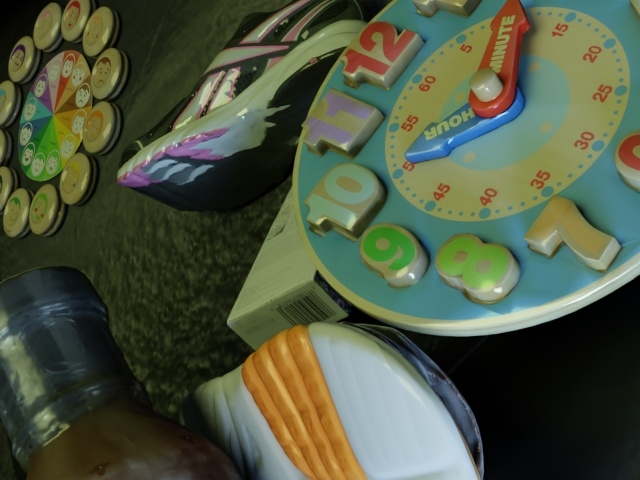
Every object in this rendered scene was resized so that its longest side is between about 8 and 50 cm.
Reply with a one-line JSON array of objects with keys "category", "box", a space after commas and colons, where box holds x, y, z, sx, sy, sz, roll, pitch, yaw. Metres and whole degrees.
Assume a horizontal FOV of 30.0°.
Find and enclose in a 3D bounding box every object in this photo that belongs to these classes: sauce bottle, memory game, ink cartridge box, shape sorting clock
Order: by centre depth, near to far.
[{"category": "shape sorting clock", "box": [0.076, -0.055, 0.500, 0.206, 0.040, 0.206, -22, 46, 25]}, {"category": "sauce bottle", "box": [-0.060, 0.163, 0.511, 0.111, 0.111, 0.344, -48, 60, 26]}, {"category": "ink cartridge box", "box": [0.000, 0.000, 0.598, 0.063, 0.029, 0.115, -28, 26, 39]}, {"category": "memory game", "box": [-0.196, -0.090, 0.861, 0.186, 0.012, 0.186, -18, 65, 43]}]

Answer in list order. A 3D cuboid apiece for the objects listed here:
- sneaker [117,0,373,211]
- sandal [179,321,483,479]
[{"category": "sneaker", "box": [-0.036, -0.080, 0.654, 0.178, 0.072, 0.077, -27, 53, 25]}, {"category": "sandal", "box": [0.008, 0.083, 0.539, 0.265, 0.076, 0.102, -20, 87, 63]}]
